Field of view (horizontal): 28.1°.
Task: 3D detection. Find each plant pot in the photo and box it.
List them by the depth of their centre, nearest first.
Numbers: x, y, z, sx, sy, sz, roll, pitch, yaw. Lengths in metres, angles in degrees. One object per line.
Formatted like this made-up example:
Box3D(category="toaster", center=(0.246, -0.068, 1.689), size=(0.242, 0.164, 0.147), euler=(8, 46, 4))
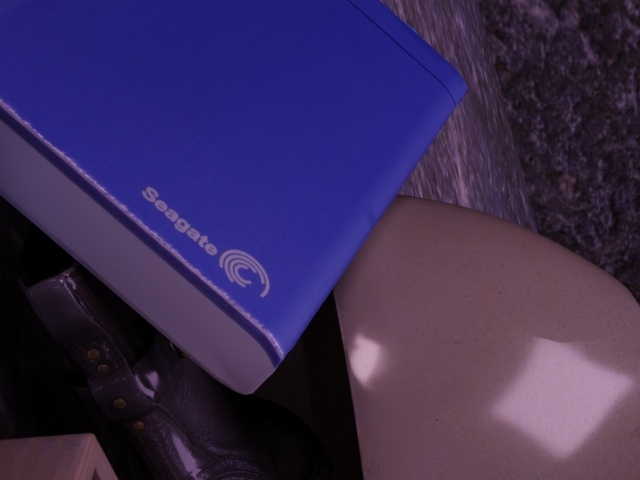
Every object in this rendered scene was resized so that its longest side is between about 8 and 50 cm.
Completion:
Box3D(category="plant pot", center=(0.098, 0.102, 0.782), size=(0.284, 0.191, 0.284), euler=(173, -90, -84))

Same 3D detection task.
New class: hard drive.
Box3D(category="hard drive", center=(-0.048, -0.082, 0.677), size=(0.210, 0.040, 0.318), euler=(41, 35, -3))

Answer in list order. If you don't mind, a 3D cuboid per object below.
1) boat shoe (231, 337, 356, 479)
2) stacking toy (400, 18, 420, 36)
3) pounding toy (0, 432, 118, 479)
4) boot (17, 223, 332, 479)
Box3D(category="boat shoe", center=(-0.020, 0.110, 0.982), size=(0.095, 0.112, 0.335), euler=(17, 61, -67))
Box3D(category="stacking toy", center=(-0.071, -0.041, 0.859), size=(0.166, 0.175, 0.302), euler=(29, 66, -16))
Box3D(category="pounding toy", center=(-0.151, 0.163, 0.525), size=(0.181, 0.094, 0.206), euler=(-78, 155, -50))
Box3D(category="boot", center=(-0.080, 0.067, 0.697), size=(0.229, 0.091, 0.263), euler=(62, 1, -14))
